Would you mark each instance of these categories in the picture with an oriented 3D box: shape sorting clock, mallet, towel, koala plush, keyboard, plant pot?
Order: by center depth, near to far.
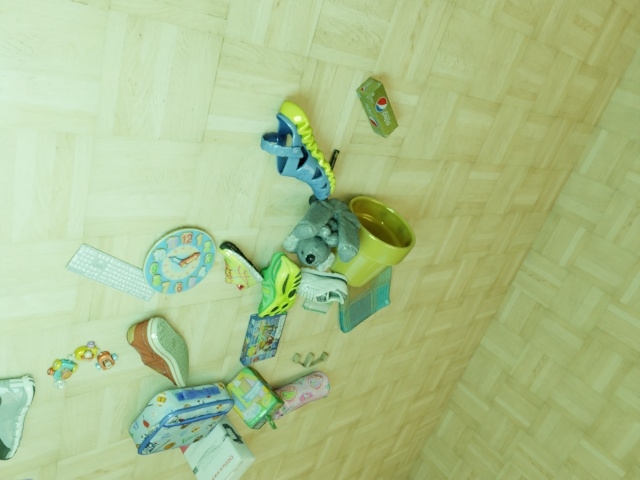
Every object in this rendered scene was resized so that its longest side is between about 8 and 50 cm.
[{"bbox_3d":[-0.507,0.086,1.249,0.072,0.014,0.256,-51,142,0],"label":"keyboard"},{"bbox_3d":[-0.371,0.059,1.330,0.206,0.040,0.206,-24,130,-32],"label":"shape sorting clock"},{"bbox_3d":[0.000,0.000,1.516,0.196,0.203,0.221,27,131,-9],"label":"koala plush"},{"bbox_3d":[0.012,-0.187,1.526,0.062,0.039,0.189,-4,117,-39],"label":"mallet"},{"bbox_3d":[0.148,0.020,1.670,0.254,0.254,0.239,-1,136,-44],"label":"plant pot"},{"bbox_3d":[0.010,0.196,1.822,0.113,0.023,0.152,21,102,-39],"label":"towel"},{"bbox_3d":[0.182,0.184,1.979,0.271,0.040,0.370,-28,136,-27],"label":"towel"}]

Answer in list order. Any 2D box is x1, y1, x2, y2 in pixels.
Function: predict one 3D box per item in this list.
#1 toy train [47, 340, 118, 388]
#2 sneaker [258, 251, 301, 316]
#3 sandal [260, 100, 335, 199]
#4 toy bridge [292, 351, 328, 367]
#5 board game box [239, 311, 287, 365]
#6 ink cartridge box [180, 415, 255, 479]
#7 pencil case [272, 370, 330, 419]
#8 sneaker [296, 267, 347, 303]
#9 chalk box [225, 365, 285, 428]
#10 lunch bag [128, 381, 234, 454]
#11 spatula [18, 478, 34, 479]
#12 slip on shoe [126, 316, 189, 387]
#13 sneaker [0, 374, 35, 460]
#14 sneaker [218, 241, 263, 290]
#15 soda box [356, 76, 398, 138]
[{"bbox_3d":[-0.621,0.336,1.310,0.166,0.046,0.125,-27,135,-28],"label":"toy train"},{"bbox_3d":[-0.136,0.143,1.580,0.109,0.123,0.295,-10,145,-31],"label":"sneaker"},{"bbox_3d":[-0.064,-0.222,1.362,0.138,0.126,0.317,-40,132,-8],"label":"sandal"},{"bbox_3d":[-0.047,0.482,2.000,0.188,0.026,0.063,11,113,-48],"label":"toy bridge"},{"bbox_3d":[-0.198,0.334,1.729,0.136,0.035,0.201,-7,124,-41],"label":"board game box"},{"bbox_3d":[-0.361,0.727,1.720,0.172,0.237,0.100,-51,141,1],"label":"ink cartridge box"},{"bbox_3d":[-0.094,0.620,1.991,0.284,0.124,0.124,-12,128,-39],"label":"pencil case"},{"bbox_3d":[-0.028,0.153,1.625,0.235,0.095,0.090,3,139,4],"label":"sneaker"},{"bbox_3d":[-0.218,0.563,1.729,0.132,0.213,0.132,-44,159,-10],"label":"chalk box"},{"bbox_3d":[-0.434,0.555,1.574,0.243,0.115,0.303,-48,151,21],"label":"lunch bag"},{"bbox_3d":[-0.900,0.806,1.423,0.084,0.030,0.296,14,109,-51],"label":"spatula"},{"bbox_3d":[-0.454,0.327,1.433,0.101,0.123,0.331,-7,142,4],"label":"slip on shoe"},{"bbox_3d":[-0.790,0.429,1.203,0.132,0.086,0.228,13,100,-43],"label":"sneaker"},{"bbox_3d":[-0.246,0.085,1.452,0.094,0.081,0.208,-38,138,-5],"label":"sneaker"},{"bbox_3d":[0.173,-0.394,1.493,0.061,0.058,0.181,-45,142,-7],"label":"soda box"}]
